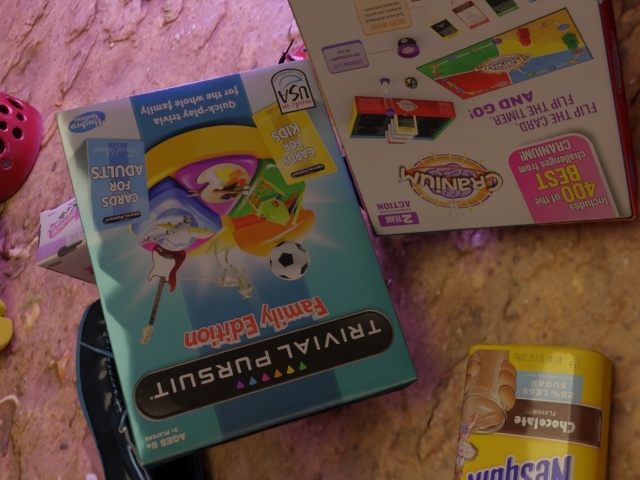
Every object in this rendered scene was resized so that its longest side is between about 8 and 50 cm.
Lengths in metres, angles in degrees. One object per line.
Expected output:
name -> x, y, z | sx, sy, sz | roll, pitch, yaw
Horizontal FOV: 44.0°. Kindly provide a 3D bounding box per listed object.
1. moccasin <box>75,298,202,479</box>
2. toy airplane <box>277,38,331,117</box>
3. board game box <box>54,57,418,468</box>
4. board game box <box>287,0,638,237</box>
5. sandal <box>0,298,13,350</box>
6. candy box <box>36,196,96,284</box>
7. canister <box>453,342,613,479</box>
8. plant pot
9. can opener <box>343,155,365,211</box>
moccasin -> -0.172, 0.208, 0.874 | 0.117, 0.138, 0.342 | -32, 68, 32
toy airplane -> -0.003, -0.204, 0.966 | 0.151, 0.028, 0.151 | -15, 64, 34
board game box -> -0.084, 0.012, 0.754 | 0.254, 0.079, 0.336 | -15, 75, -11
board game box -> 0.114, -0.152, 0.650 | 0.242, 0.316, 0.064 | -4, 36, 27
sandal -> -0.585, 0.059, 1.250 | 0.138, 0.126, 0.317 | -36, 57, 30
candy box -> -0.197, 0.004, 0.920 | 0.165, 0.196, 0.070 | -21, 60, 31
canister -> 0.169, 0.173, 0.641 | 0.126, 0.073, 0.170 | -4, 68, 37
plant pot -> -0.597, -0.178, 1.335 | 0.191, 0.174, 0.191 | -18, 59, 34
can opener -> 0.048, -0.108, 0.800 | 0.073, 0.186, 0.059 | -20, 29, 3
